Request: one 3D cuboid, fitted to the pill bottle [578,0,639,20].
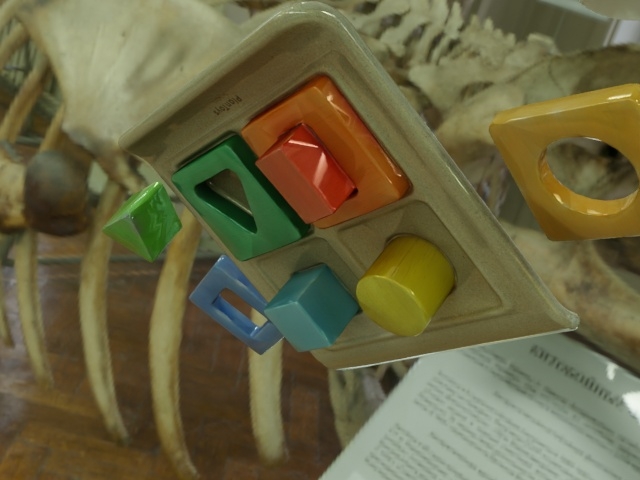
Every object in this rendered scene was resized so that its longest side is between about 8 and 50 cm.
[{"bbox_3d":[0.259,-0.305,0.681,0.136,0.246,0.136,10,-17,3],"label":"pill bottle"}]

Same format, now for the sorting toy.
[{"bbox_3d":[0.000,0.000,0.424,0.196,0.347,0.047,47,55,-16],"label":"sorting toy"}]
